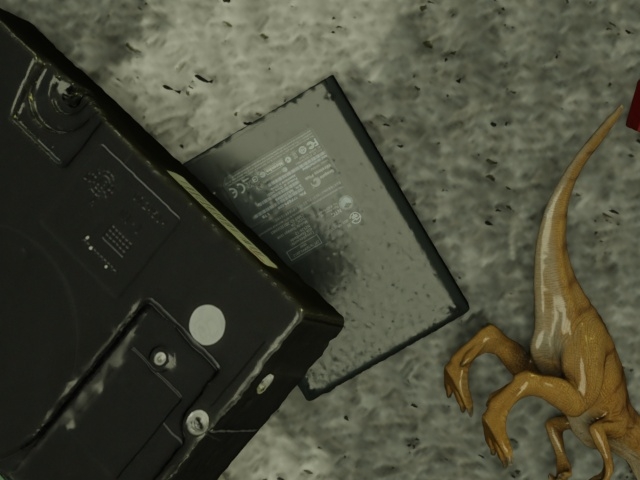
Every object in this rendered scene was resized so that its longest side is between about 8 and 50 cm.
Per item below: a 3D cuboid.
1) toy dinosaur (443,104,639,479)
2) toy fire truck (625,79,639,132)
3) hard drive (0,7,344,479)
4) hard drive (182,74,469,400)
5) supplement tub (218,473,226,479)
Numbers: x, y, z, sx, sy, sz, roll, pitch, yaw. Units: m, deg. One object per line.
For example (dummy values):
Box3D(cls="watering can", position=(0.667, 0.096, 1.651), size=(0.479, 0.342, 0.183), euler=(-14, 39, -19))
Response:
Box3D(cls="toy dinosaur", position=(0.118, 0.050, 0.748), size=(0.112, 0.064, 0.211), euler=(-25, 106, -11))
Box3D(cls="toy fire truck", position=(0.236, -0.001, 0.730), size=(0.192, 0.047, 0.135), euler=(10, 97, 1))
Box3D(cls="hard drive", position=(-0.179, 0.088, 0.722), size=(0.237, 0.064, 0.339), euler=(42, 98, 21))
Box3D(cls="hard drive", position=(0.000, 0.000, 0.757), size=(0.094, 0.022, 0.135), euler=(-30, 95, 7))
Box3D(cls="supplement tub", position=(-0.102, 0.144, 0.761), size=(0.107, 0.071, 0.071), euler=(-36, 94, 9))
